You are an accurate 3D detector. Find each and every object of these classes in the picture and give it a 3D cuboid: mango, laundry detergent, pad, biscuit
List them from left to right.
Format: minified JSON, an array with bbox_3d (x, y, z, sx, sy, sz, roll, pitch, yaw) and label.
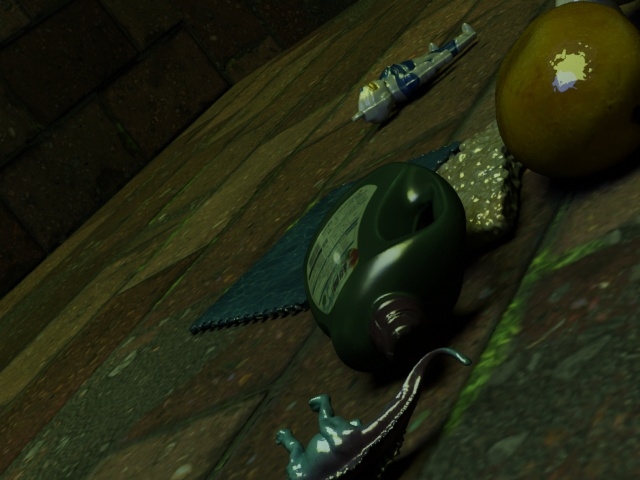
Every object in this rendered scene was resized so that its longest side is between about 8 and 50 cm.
[{"bbox_3d":[0.000,0.000,1.242,0.269,0.012,0.269,-45,15,-30],"label":"pad"},{"bbox_3d":[0.052,0.022,0.837,0.144,0.078,0.222,-50,16,8],"label":"laundry detergent"},{"bbox_3d":[0.119,-0.039,1.008,0.133,0.032,0.250,-33,15,26],"label":"biscuit"},{"bbox_3d":[0.190,-0.121,0.921,0.136,0.099,0.227,-63,11,10],"label":"mango"}]

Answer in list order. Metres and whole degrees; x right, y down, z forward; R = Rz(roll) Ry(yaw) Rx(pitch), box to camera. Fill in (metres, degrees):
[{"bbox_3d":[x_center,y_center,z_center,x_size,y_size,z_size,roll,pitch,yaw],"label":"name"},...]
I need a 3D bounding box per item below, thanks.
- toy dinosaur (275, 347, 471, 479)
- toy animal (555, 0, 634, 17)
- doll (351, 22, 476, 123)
[{"bbox_3d":[0.011,0.127,0.697,0.197,0.045,0.080,-43,25,10],"label":"toy dinosaur"},{"bbox_3d":[0.265,-0.277,1.088,0.154,0.209,0.325,6,46,27],"label":"toy animal"},{"bbox_3d":[0.120,-0.226,1.613,0.227,0.057,0.114,-44,18,-33],"label":"doll"}]
